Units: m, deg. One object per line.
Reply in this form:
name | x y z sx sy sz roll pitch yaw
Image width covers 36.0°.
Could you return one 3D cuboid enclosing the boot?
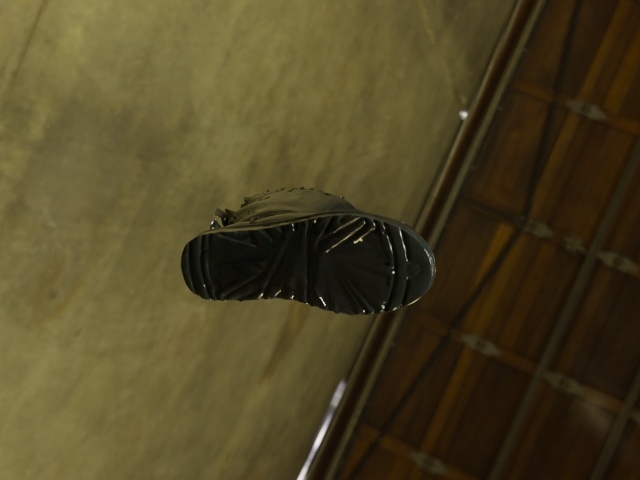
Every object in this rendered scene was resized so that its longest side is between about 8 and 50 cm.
boot | 0.000 0.001 0.467 0.099 0.121 0.045 -39 127 -70
